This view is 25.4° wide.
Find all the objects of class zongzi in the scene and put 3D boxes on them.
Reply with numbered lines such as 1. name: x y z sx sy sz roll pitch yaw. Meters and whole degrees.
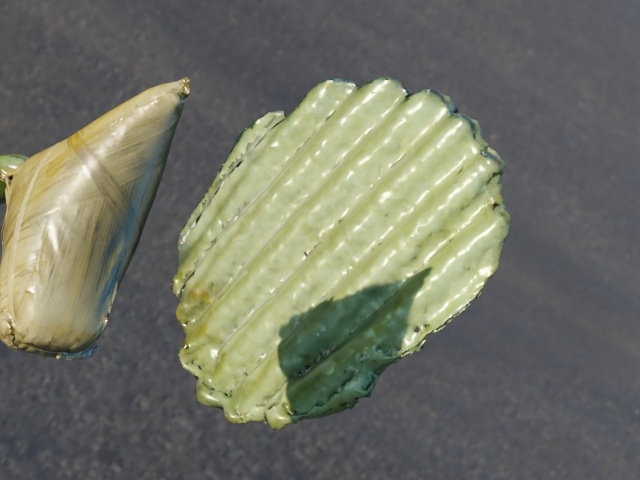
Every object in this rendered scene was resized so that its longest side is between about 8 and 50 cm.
1. zongzi: -0.169 -0.017 1.092 0.099 0.197 0.194 29 44 -37

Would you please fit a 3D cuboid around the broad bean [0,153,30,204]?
1. broad bean: -0.399 -0.057 1.565 0.046 0.255 0.065 -49 124 -47

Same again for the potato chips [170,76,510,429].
1. potato chips: 0.000 0.000 1.531 0.070 0.429 0.358 24 27 -52
